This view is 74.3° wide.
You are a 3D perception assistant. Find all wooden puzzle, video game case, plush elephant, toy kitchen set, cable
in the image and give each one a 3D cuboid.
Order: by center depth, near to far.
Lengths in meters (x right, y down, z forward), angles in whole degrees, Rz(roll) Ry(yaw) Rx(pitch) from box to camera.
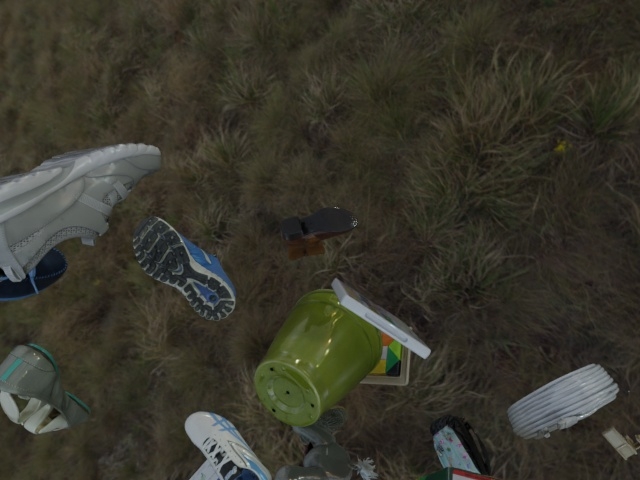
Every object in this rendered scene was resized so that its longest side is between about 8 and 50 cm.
[{"bbox_3d":[0.085,0.113,0.647,0.143,0.157,0.019,33,91,-5],"label":"video game case"},{"bbox_3d":[0.569,0.386,1.009,0.257,0.257,0.089,-20,60,-15],"label":"cable"},{"bbox_3d":[0.791,0.507,1.100,0.068,0.083,0.075,-47,67,20],"label":"toy kitchen set"},{"bbox_3d":[-0.009,0.781,1.404,0.272,0.330,0.255,-83,16,-59],"label":"plush elephant"},{"bbox_3d":[0.237,0.439,1.628,0.238,0.044,0.221,-13,53,37],"label":"wooden puzzle"}]

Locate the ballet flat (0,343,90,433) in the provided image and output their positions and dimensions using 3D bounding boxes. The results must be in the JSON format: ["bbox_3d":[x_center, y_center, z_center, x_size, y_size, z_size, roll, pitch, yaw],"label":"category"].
[{"bbox_3d":[-0.362,0.209,0.545,0.072,0.213,0.068,20,47,7],"label":"ballet flat"}]

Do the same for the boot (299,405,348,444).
[{"bbox_3d":[0.002,0.741,1.836,0.236,0.269,0.089,-29,93,1],"label":"boot"}]

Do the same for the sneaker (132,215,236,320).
[{"bbox_3d":[-0.351,0.070,1.114,0.130,0.147,0.330,-43,93,3],"label":"sneaker"}]

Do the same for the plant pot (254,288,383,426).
[{"bbox_3d":[-0.025,0.400,1.393,0.366,0.353,0.366,10,114,25],"label":"plant pot"}]

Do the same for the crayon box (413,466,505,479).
[{"bbox_3d":[0.364,0.542,0.800,0.363,0.313,0.106,13,56,3],"label":"crayon box"}]

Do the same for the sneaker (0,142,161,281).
[{"bbox_3d":[-0.315,-0.052,0.553,0.105,0.281,0.115,0,117,26],"label":"sneaker"}]

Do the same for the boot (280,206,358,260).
[{"bbox_3d":[0.000,0.000,1.490,0.264,0.280,0.096,-15,66,-2],"label":"boot"}]

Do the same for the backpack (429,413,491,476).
[{"bbox_3d":[0.388,0.592,1.179,0.115,0.152,0.182,-42,51,19],"label":"backpack"}]

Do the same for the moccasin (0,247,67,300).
[{"bbox_3d":[-0.630,0.048,0.815,0.117,0.342,0.138,-41,83,13],"label":"moccasin"}]

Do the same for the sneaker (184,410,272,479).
[{"bbox_3d":[-0.194,0.451,0.882,0.237,0.086,0.085,41,84,10],"label":"sneaker"}]

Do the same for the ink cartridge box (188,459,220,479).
[{"bbox_3d":[-0.234,0.700,1.024,0.165,0.065,0.333,-48,40,5],"label":"ink cartridge box"}]
